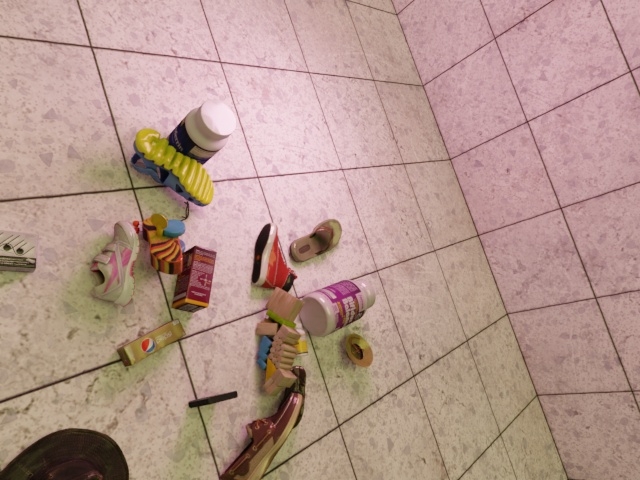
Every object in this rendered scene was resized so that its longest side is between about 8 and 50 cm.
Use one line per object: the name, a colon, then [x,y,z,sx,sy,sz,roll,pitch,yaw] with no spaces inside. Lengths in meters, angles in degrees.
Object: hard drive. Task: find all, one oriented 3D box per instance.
hard drive: [-0.321,0.473,1.362,0.094,0.135,0.022,1,70,-42]

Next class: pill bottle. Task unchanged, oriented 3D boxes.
pill bottle: [-0.400,-0.349,1.526,0.153,0.264,0.153,17,62,-36]
pill bottle: [0.077,0.249,1.781,0.301,0.169,0.169,-17,85,-44]
pill bottle: [-0.084,0.364,1.666,0.065,0.065,0.116,3,71,-41]

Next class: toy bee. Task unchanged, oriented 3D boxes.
toy bee: [-0.495,-0.006,1.406,0.162,0.298,0.195,2,108,-13]

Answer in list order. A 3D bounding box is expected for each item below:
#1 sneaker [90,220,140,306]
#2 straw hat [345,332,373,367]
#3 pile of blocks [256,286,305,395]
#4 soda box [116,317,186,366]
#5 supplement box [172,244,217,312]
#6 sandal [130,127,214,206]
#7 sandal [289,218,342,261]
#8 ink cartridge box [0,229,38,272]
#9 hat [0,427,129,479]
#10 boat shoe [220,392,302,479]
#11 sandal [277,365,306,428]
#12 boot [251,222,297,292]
sneaker: [-0.592,0.058,1.308,0.111,0.103,0.252,13,65,-40]
straw hat: [0.138,0.450,1.832,0.144,0.061,0.145,25,42,-25]
pile of blocks: [-0.138,0.352,1.599,0.112,0.148,0.362,37,57,-56]
soda box: [-0.490,0.295,1.333,0.181,0.061,0.058,-27,92,-44]
supplement box: [-0.399,0.123,1.453,0.080,0.104,0.188,21,60,-35]
sandal: [-0.487,-0.223,1.495,0.317,0.138,0.126,44,41,-28]
sandal: [0.000,0.002,1.867,0.302,0.086,0.120,-35,98,-44]
ink cartridge box: [-0.832,0.023,1.148,0.207,0.046,0.097,9,66,-39]
hat: [-0.597,0.610,1.066,0.331,0.134,0.331,17,63,-35]
boat shoe: [-0.182,0.613,1.436,0.123,0.123,0.342,36,66,1]
sandal: [-0.099,0.546,1.583,0.089,0.060,0.219,10,63,-5]
boot: [-0.155,0.066,1.709,0.176,0.088,0.244,19,69,-36]
